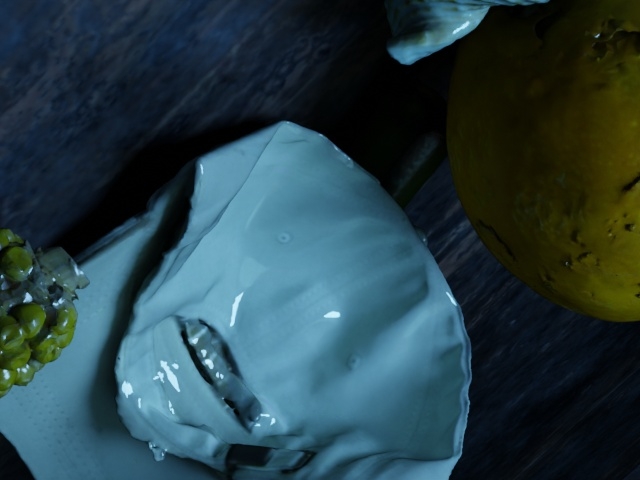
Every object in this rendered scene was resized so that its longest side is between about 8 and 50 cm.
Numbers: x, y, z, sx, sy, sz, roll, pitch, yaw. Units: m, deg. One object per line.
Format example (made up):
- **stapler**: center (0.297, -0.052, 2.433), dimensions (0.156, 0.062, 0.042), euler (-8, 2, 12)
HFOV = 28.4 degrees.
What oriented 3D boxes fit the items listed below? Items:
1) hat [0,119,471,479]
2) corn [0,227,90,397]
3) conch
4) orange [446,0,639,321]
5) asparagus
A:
- **hat**: center (-0.067, 0.085, 0.823), dimensions (0.301, 0.258, 0.168), euler (-27, -173, 18)
- **corn**: center (-0.266, 0.088, 0.646), dimensions (0.319, 0.097, 0.097), euler (-31, 154, -14)
- **conch**: center (0.092, -0.173, 0.698), dimensions (0.153, 0.102, 0.135), euler (-23, -172, 11)
- **orange**: center (0.199, -0.070, 0.771), dimensions (0.246, 0.246, 0.246), euler (-31, 154, -17)
- **asparagus**: center (0.001, 0.000, 0.904), dimensions (0.278, 0.067, 0.060), euler (-49, 177, 26)
